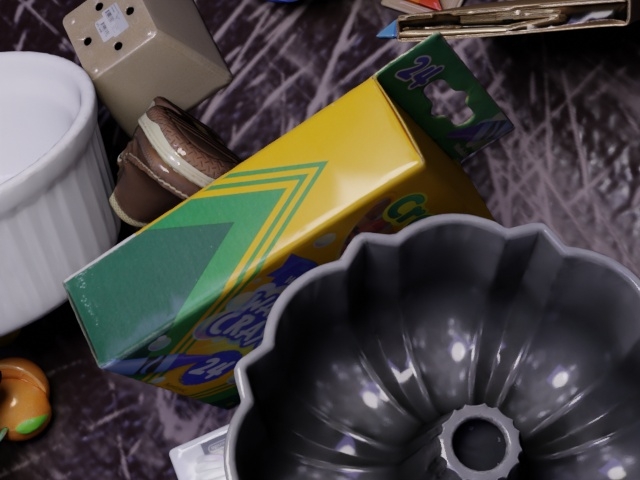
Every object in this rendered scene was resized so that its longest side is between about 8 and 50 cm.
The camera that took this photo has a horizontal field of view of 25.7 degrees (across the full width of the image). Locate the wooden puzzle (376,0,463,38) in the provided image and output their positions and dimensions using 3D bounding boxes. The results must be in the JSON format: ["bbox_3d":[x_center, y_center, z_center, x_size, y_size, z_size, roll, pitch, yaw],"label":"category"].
[{"bbox_3d":[0.093,-0.220,1.177,0.078,0.014,0.116,15,81,27],"label":"wooden puzzle"}]

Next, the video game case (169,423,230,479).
[{"bbox_3d":[0.002,0.198,1.054,0.190,0.022,0.173,-23,65,-3],"label":"video game case"}]

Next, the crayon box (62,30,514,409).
[{"bbox_3d":[0.000,0.000,1.042,0.323,0.203,0.083,-34,65,12],"label":"crayon box"}]

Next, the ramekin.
[{"bbox_3d":[-0.300,-0.031,1.164,0.277,0.135,0.277,-11,34,8],"label":"ramekin"}]

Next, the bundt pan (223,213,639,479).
[{"bbox_3d":[0.099,0.154,0.951,0.330,0.124,0.331,1,66,-2],"label":"bundt pan"}]

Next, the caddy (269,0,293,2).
[{"bbox_3d":[0.001,-0.356,1.151,0.341,0.179,0.241,-44,48,30],"label":"caddy"}]

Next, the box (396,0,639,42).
[{"bbox_3d":[0.165,-0.167,1.029,0.164,0.201,0.021,-1,100,23],"label":"box"}]

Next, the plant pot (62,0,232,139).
[{"bbox_3d":[-0.161,-0.168,1.228,0.109,0.096,0.109,-33,64,12],"label":"plant pot"}]

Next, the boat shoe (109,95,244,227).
[{"bbox_3d":[-0.120,-0.048,1.112,0.095,0.257,0.095,35,94,-9],"label":"boat shoe"}]

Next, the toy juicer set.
[{"bbox_3d":[-0.371,0.100,1.244,0.329,0.089,0.209,39,92,29],"label":"toy juicer set"}]
